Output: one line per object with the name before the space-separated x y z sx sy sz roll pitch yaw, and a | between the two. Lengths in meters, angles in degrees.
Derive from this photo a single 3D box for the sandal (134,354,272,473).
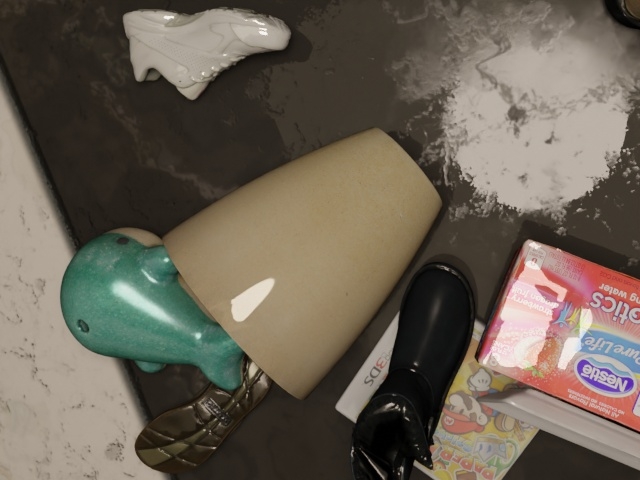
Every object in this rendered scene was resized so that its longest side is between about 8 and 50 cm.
sandal | -0.156 0.236 1.076 0.219 0.060 0.090 -44 91 0

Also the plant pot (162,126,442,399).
plant pot | 0.000 0.000 0.928 0.274 0.256 0.256 -42 85 0

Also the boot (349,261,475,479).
boot | 0.110 0.157 0.892 0.094 0.207 0.246 15 99 13

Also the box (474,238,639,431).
box | 0.340 0.126 0.875 0.300 0.142 0.154 21 88 11

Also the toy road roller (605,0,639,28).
toy road roller | 0.454 -0.342 0.786 0.240 0.202 0.330 10 104 1

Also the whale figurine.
whale figurine | -0.218 0.103 1.002 0.272 0.141 0.216 32 127 18

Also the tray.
tray | 0.322 0.225 0.894 0.270 0.145 0.030 23 80 2

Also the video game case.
video game case | 0.165 0.199 1.002 0.227 0.026 0.206 34 103 8

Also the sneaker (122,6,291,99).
sneaker | -0.144 -0.240 1.009 0.232 0.090 0.115 5 104 23
